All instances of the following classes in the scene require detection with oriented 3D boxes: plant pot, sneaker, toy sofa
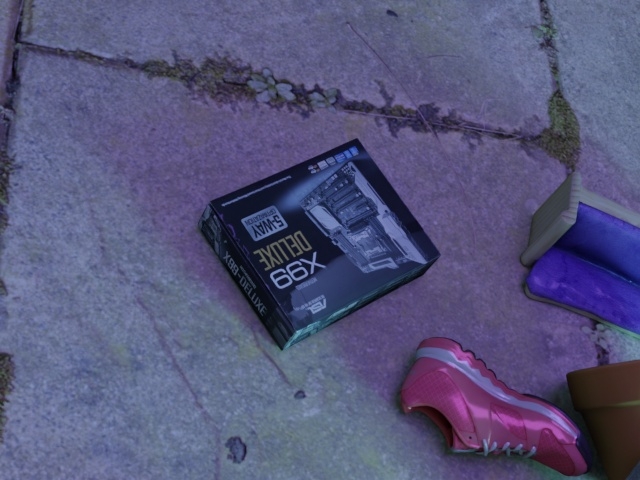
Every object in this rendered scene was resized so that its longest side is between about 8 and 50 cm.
[{"bbox_3d":[0.536,0.282,1.818,0.291,0.291,0.203,-3,78,-24],"label":"plant pot"},{"bbox_3d":[0.255,0.283,1.802,0.314,0.116,0.136,33,63,7],"label":"sneaker"},{"bbox_3d":[0.532,0.051,2.018,0.363,0.150,0.177,24,53,-9],"label":"toy sofa"}]

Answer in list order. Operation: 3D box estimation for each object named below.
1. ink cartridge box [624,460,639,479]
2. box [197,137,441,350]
[{"bbox_3d":[0.494,0.464,1.699,0.239,0.275,0.060,33,12,-1],"label":"ink cartridge box"},{"bbox_3d":[0.000,0.000,1.867,0.307,0.076,0.242,-25,73,-33],"label":"box"}]
